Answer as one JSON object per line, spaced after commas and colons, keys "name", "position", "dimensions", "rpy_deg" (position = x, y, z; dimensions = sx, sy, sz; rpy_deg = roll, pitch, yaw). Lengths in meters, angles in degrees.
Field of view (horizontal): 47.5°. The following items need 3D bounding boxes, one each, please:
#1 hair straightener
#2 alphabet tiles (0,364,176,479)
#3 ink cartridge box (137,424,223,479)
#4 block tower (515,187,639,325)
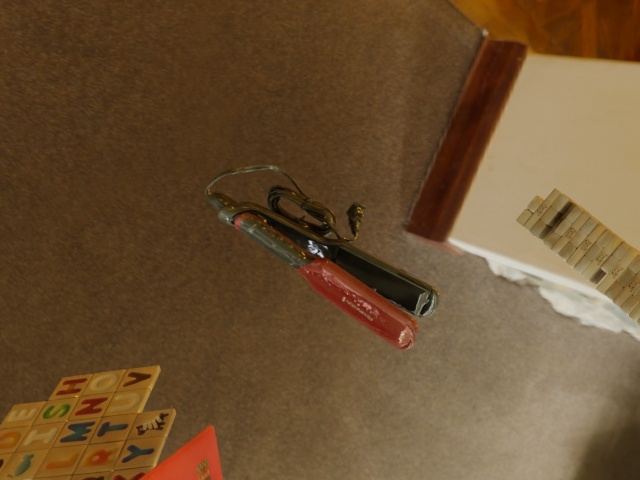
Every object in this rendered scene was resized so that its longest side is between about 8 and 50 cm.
{"name": "hair straightener", "position": [0.000, 0.000, 0.620], "dimensions": [0.089, 0.230, 0.047], "rpy_deg": [-45, 156, -39]}
{"name": "alphabet tiles", "position": [-0.243, 0.202, 0.706], "dimensions": [0.198, 0.237, 0.009], "rpy_deg": [-9, 116, 10]}
{"name": "ink cartridge box", "position": [-0.079, 0.283, 0.536], "dimensions": [0.275, 0.060, 0.238], "rpy_deg": [0, 82, -80]}
{"name": "block tower", "position": [0.490, 0.041, 1.226], "dimensions": [0.097, 0.335, 0.091], "rpy_deg": [14, 118, -54]}
